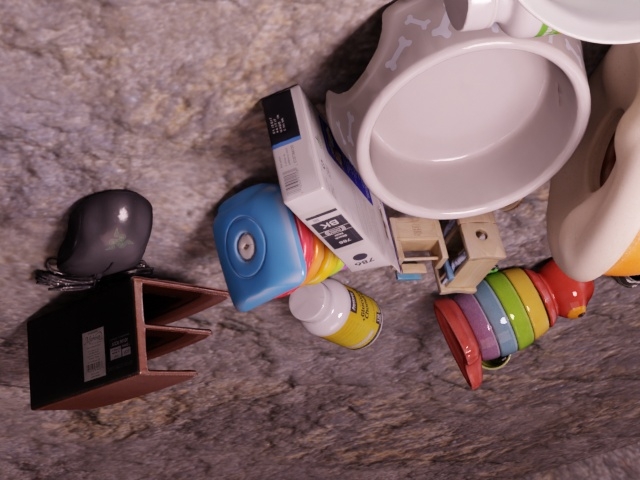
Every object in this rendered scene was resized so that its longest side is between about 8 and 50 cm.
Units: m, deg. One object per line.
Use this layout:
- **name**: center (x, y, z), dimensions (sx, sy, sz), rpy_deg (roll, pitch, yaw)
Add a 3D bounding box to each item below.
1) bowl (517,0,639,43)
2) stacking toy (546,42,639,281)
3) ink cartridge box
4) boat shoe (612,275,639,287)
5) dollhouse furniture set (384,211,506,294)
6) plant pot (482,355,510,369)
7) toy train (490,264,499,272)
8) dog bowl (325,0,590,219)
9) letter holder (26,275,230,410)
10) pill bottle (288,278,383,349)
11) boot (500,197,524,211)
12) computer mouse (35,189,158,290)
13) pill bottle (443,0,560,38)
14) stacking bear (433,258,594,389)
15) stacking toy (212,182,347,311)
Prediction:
- **bowl**: center (0.297, -0.360, 1.251), dimensions (0.298, 0.134, 0.297), rpy_deg (-3, 115, -6)
- **stacking toy**: center (0.573, -0.057, 1.643), dimensions (0.480, 0.350, 0.350), rpy_deg (17, 147, -6)
- **ink cartridge box**: center (0.020, -0.067, 1.715), dimensions (0.065, 0.165, 0.333), rpy_deg (-21, 151, 14)
- **boat shoe**: center (0.580, 0.049, 2.313), dimensions (0.084, 0.079, 0.233), rpy_deg (-20, 154, 8)
- **dollhouse furniture set**: center (0.175, 0.002, 1.966), dimensions (0.184, 0.129, 0.129), rpy_deg (-1, 151, -20)
- **plant pot**: center (0.366, 0.231, 2.572), dimensions (0.083, 0.083, 0.079), rpy_deg (-22, 165, 15)
- **toy train**: center (0.286, 0.057, 2.250), dimensions (0.083, 0.017, 0.023), rpy_deg (-11, 164, -7)
- **dog bowl**: center (0.185, -0.166, 1.579), dimensions (0.349, 0.102, 0.348), rpy_deg (-8, 138, -7)
- **letter holder**: center (-0.301, 0.177, 1.986), dimensions (0.214, 0.152, 0.302), rpy_deg (9, 158, -44)
- **pill bottle**: center (0.025, 0.125, 2.159), dimensions (0.103, 0.103, 0.184), rpy_deg (-26, 151, 23)
- **boot**: center (0.239, -0.086, 1.834), dimensions (0.085, 0.059, 0.158), rpy_deg (19, -179, -32)
- **computer mouse**: center (-0.315, 0.021, 1.826), dimensions (0.188, 0.072, 0.272), rpy_deg (-2, 151, -21)
- **pill bottle**: center (0.270, -0.304, 1.404), dimensions (0.246, 0.136, 0.136), rpy_deg (-9, 153, -9)
- **stacking bear**: center (0.371, 0.124, 2.270), dimensions (0.289, 0.164, 0.175), rpy_deg (-24, 148, -3)
- **stacking toy**: center (0.000, 0.000, 1.879), dimensions (0.302, 0.165, 0.175), rpy_deg (-4, 164, -43)
